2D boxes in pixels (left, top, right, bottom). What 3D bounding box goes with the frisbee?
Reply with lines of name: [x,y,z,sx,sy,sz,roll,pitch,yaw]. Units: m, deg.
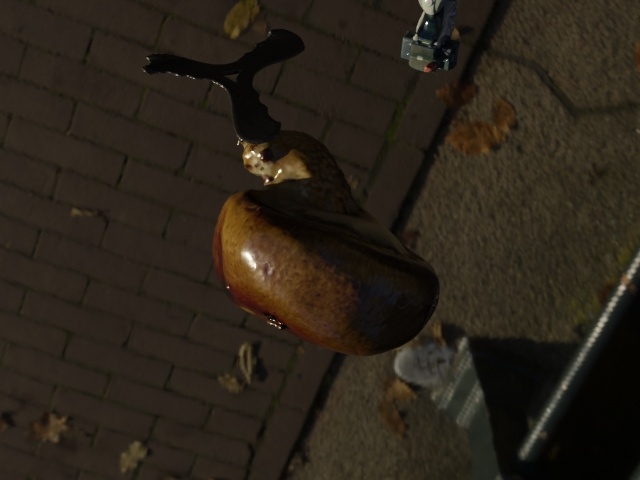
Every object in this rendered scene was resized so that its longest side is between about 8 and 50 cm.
frisbee: [-0.117,-0.198,1.287,0.187,0.211,0.012,13,138,6]

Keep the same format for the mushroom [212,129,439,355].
mushroom: [0.000,0.000,1.457,0.345,0.345,0.259,18,96,-8]

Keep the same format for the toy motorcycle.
toy motorcycle: [0.166,-0.345,1.590,0.102,0.150,0.221,17,128,18]
